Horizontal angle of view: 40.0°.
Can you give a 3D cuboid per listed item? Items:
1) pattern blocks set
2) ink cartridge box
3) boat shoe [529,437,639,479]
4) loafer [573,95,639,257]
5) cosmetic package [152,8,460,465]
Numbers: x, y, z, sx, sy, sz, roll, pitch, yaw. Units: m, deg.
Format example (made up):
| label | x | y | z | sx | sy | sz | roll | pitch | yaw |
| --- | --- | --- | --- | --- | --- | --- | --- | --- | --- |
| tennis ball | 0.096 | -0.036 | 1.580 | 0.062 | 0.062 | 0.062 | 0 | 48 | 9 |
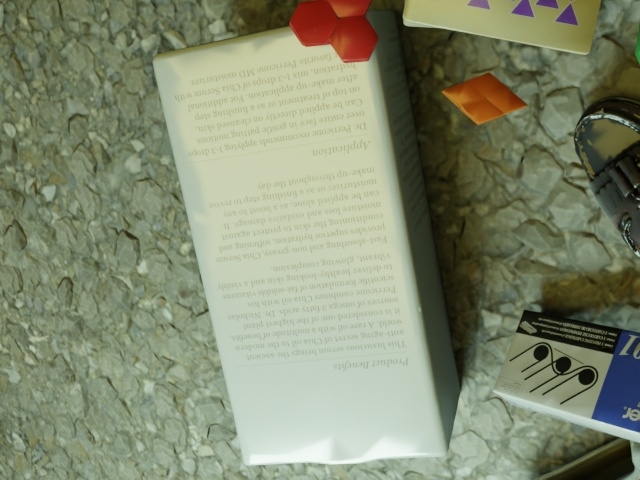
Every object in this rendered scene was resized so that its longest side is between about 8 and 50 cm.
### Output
| label | x | y | z | sx | sy | sz | roll | pitch | yaw |
| --- | --- | --- | --- | --- | --- | --- | --- | --- | --- |
| pattern blocks set | 0.161 | -0.248 | 0.779 | 0.324 | 0.026 | 0.285 | 19 | 93 | 2 |
| ink cartridge box | 0.279 | 0.135 | 0.861 | 0.207 | 0.046 | 0.097 | 10 | 70 | 46 |
| boat shoe | 0.314 | 0.235 | 0.898 | 0.103 | 0.118 | 0.320 | 43 | 129 | 6 |
| loafer | 0.341 | -0.006 | 0.807 | 0.302 | 0.095 | 0.109 | 51 | 130 | 6 |
| cosmetic package | 0.000 | 0.000 | 0.947 | 0.230 | 0.161 | 0.453 | -7 | 103 | 17 |
